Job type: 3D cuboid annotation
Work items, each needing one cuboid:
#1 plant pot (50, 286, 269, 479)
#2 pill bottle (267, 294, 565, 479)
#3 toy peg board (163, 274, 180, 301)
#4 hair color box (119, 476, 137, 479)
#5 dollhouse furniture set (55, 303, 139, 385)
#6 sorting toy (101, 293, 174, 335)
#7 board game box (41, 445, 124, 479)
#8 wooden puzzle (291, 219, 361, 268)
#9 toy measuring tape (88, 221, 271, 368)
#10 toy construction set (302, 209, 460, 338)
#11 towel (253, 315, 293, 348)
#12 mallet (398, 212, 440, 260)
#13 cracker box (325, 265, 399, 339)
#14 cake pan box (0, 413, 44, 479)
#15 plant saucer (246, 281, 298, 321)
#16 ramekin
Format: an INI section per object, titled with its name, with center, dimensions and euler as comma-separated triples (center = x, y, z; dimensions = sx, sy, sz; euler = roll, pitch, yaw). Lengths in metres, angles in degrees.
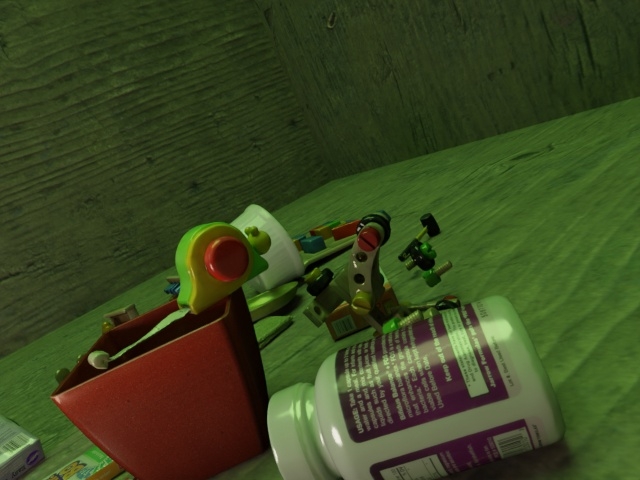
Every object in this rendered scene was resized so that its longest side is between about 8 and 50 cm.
[plant pot]
center = -0.214, 0.237, 0.867
dimensions = 0.267, 0.236, 0.267
euler = -25, 12, -1
[pill bottle]
center = 0.099, 0.188, 0.612
dimensions = 0.301, 0.169, 0.169
euler = -22, 12, 11
[toy peg board]
center = -0.451, 0.200, 1.755
dimensions = 0.079, 0.160, 0.161
euler = -49, 22, -28
[hair color box]
center = -0.354, 0.420, 0.794
dimensions = 0.167, 0.053, 0.093
euler = -22, 13, 18
[dollhouse furniture set]
center = -0.618, 0.315, 1.528
dimensions = 0.212, 0.161, 0.242
euler = -17, 14, 33
[sorting toy]
center = -0.599, 0.266, 1.810
dimensions = 0.127, 0.126, 0.365
euler = -13, 17, 45
[board game box]
center = -0.438, 0.431, 0.971
dimensions = 0.259, 0.039, 0.124
euler = -32, 13, -22
[wooden puzzle]
center = 0.000, 0.000, 1.885
dimensions = 0.348, 0.080, 0.322
euler = -29, 13, -22
[toy measuring tape]
center = -0.210, 0.056, 0.799
dimensions = 0.330, 0.121, 0.121
euler = -32, 14, -32
[toy construction set]
center = 0.093, 0.131, 0.915
dimensions = 0.237, 0.257, 0.309
euler = -39, 28, 24
[towel]
center = -0.143, 0.226, 1.296
dimensions = 0.110, 0.027, 0.148
euler = -13, 15, 42
[mallet]
center = 0.261, -0.012, 1.448
dimensions = 0.190, 0.062, 0.039
euler = -34, 14, -39
[cracker box]
center = 0.081, 0.126, 1.189
dimensions = 0.156, 0.067, 0.232
euler = -23, 12, 3
[cake pan box]
center = -0.772, 0.470, 1.123
dimensions = 0.246, 0.070, 0.267
euler = 18, 32, 23
[plant saucer]
center = -0.165, 0.181, 1.463
dimensions = 0.241, 0.037, 0.241
euler = -24, 4, 2
[ramekin]
center = -0.189, 0.038, 1.650
dimensions = 0.135, 0.277, 0.277
euler = -37, 15, -21
